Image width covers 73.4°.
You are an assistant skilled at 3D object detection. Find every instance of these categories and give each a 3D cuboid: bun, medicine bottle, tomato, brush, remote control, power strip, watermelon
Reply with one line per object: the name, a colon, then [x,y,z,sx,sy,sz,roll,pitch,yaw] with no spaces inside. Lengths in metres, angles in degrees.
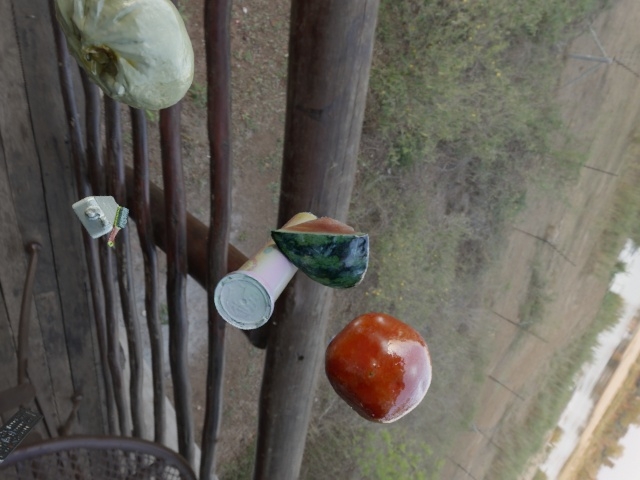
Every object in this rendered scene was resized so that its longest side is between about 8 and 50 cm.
bun: [-0.300,-0.288,0.643,0.222,0.222,0.128,61,32,-47]
medicine bottle: [-0.088,0.040,0.931,0.426,0.108,0.108,-55,161,-68]
tomato: [0.124,0.268,0.913,0.232,0.232,0.188,-66,166,10]
brush: [-0.405,-0.027,0.857,0.019,0.021,0.083,50,47,-64]
remote control: [-0.737,0.463,1.025,0.063,0.245,0.025,27,84,-13]
power strip: [-0.587,-0.069,1.155,0.058,0.338,0.098,-29,103,-13]
watermelon: [-0.005,0.021,0.894,0.207,0.202,0.136,15,96,-4]
